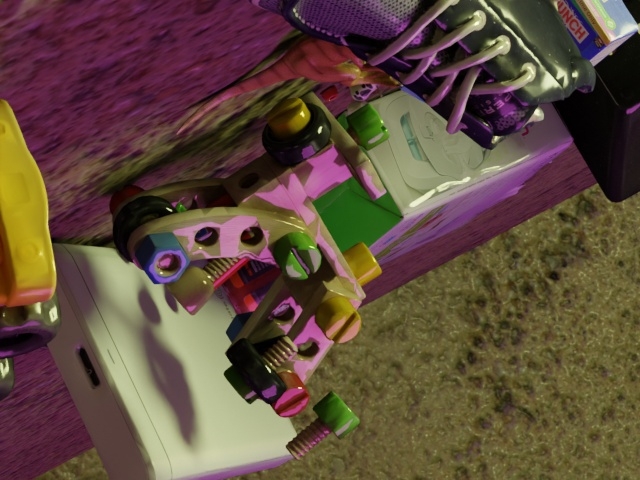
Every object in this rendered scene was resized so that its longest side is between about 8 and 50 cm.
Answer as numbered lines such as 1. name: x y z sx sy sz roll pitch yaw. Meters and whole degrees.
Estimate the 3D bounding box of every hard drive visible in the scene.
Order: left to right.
1. hard drive: -0.143 0.117 1.625 0.047 0.233 0.353 -30 168 15

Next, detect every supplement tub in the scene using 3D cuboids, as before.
1. supplement tub: -0.054 0.026 1.940 0.198 0.106 0.106 -29 173 5

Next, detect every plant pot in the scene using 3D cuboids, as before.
1. plant pot: 0.324 -0.181 1.715 0.187 0.188 0.167 -28 160 1

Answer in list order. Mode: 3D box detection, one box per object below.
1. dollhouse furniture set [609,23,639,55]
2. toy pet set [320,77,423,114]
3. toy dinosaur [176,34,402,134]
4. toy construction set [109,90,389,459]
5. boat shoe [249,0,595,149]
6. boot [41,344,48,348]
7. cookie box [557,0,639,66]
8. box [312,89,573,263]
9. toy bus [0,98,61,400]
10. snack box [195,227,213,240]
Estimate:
1. dollhouse furniture set: 0.325 -0.176 1.977 0.374 0.152 0.201 -8 167 -17
2. toy pet set: 0.084 -0.136 1.498 0.122 0.065 0.114 -22 170 -43
3. toy dinosaur: -0.005 -0.136 1.279 0.112 0.064 0.211 -5 170 -45
4. toy construction set: -0.028 -0.009 1.504 0.237 0.257 0.309 -41 -166 -2
5. boat shoe: 0.077 -0.139 1.089 0.127 0.158 0.340 -33 172 30
6. boot: -0.215 0.085 1.762 0.190 0.076 0.208 -8 167 -1
7. cookie box: 0.213 -0.192 1.499 0.040 0.092 0.107 -28 173 -31
8. box: 0.091 -0.064 1.776 0.231 0.126 0.262 -25 172 -30
9. toy bus: -0.280 0.020 1.011 0.211 0.149 0.220 -5 159 -32
10. snack box: -0.147 0.008 1.787 0.178 0.022 0.064 -29 170 9
